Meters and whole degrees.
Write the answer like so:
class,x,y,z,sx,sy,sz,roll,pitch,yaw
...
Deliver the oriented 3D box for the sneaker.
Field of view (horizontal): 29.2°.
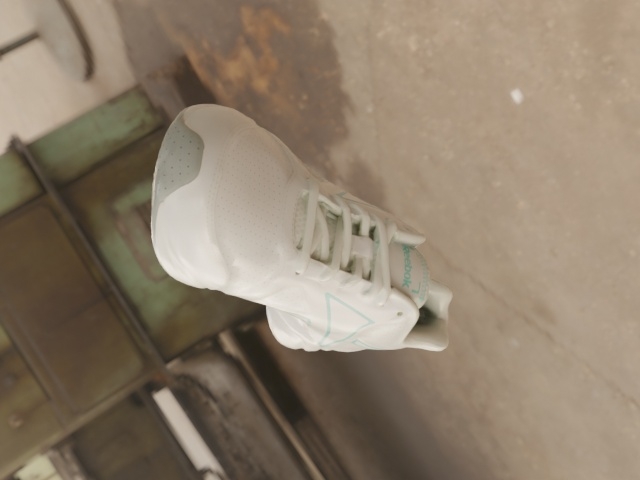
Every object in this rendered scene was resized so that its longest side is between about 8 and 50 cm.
class,x,y,z,sx,sy,sz,roll,pitch,yaw
sneaker,0.000,0.000,0.375,0.061,0.053,0.152,7,165,25
